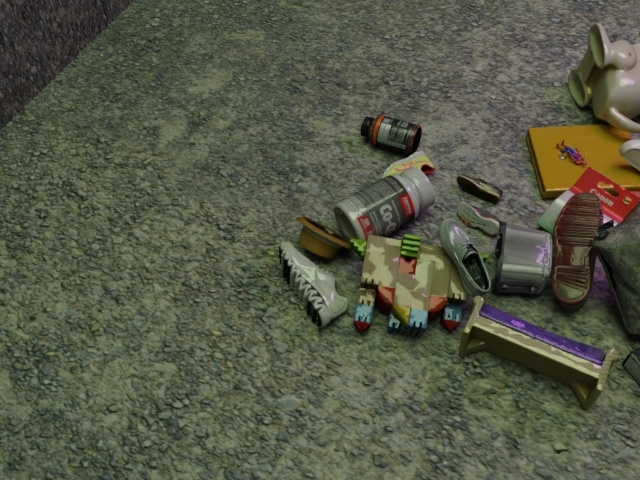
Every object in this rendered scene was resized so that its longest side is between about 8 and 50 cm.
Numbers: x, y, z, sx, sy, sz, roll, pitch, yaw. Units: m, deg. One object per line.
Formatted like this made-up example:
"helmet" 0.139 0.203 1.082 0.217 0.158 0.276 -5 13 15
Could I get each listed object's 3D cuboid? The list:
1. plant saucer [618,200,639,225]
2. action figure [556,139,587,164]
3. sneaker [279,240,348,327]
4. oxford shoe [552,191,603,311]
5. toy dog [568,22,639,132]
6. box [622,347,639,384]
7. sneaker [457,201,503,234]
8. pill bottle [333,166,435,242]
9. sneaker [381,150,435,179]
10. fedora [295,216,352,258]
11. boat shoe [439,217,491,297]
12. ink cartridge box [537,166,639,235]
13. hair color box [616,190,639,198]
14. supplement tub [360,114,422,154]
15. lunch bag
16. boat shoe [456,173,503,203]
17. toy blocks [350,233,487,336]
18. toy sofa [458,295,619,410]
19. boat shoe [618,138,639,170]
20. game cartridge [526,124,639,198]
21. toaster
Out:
"plant saucer" 0.998 0.006 1.701 0.310 0.050 0.311 0 67 0
"action figure" 0.805 -0.277 1.931 0.038 0.030 0.115 -25 58 -19
"sneaker" -0.027 0.114 1.768 0.118 0.110 0.292 -24 63 -20
"oxford shoe" 0.712 0.032 1.693 0.123 0.130 0.348 10 69 29
"toy dog" 1.100 -0.546 1.994 0.408 0.284 0.395 -6 51 -1
"box" 0.969 0.348 1.491 0.295 0.073 0.293 -23 56 -10
"sneaker" 0.495 -0.070 1.871 0.158 0.061 0.065 38 39 27
"pill bottle" 0.198 -0.104 1.853 0.283 0.161 0.161 -29 56 -13
"sneaker" 0.286 -0.216 1.975 0.208 0.081 0.094 -33 59 -17
"fedora" 0.000 0.000 1.829 0.194 0.194 0.079 33 98 26
"boat shoe" 0.391 0.039 1.604 0.079 0.081 0.227 -20 81 -16
"ink cartridge box" 0.777 -0.083 1.765 0.181 0.056 0.225 44 108 31
"hair color box" 0.965 -0.110 1.822 0.141 0.072 0.043 3 55 8
"supplement tub" 0.239 -0.367 2.074 0.198 0.106 0.106 20 59 20
"lunch bag" 0.864 0.079 1.541 0.256 0.305 0.212 -21 10 20
"boat shoe" 0.509 -0.171 1.936 0.152 0.056 0.049 33 59 16
"toy blocks" 0.251 0.143 1.676 0.381 0.191 0.261 9 67 5
"toy sofa" 0.552 0.264 1.553 0.362 0.150 0.177 22 61 21
"boat shoe" 1.039 -0.215 1.833 0.277 0.098 0.096 24 55 0
"game cartridge" 0.857 -0.259 1.961 0.323 0.053 0.285 -1 54 3
"toaster" 0.572 0.050 1.718 0.146 0.129 0.227 9 54 12
